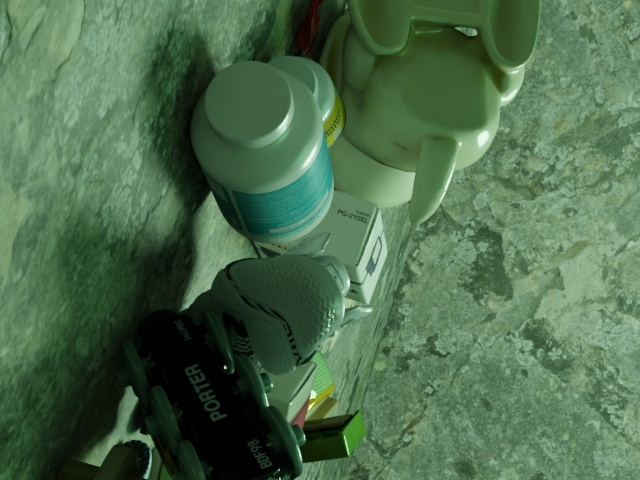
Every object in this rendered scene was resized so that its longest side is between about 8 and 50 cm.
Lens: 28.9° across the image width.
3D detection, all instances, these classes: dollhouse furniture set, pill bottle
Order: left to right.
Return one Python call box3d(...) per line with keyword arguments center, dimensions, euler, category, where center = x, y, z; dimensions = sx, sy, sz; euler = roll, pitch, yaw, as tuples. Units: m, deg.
box3d(center=(-0.064, -0.102, 1.399), dimensions=(0.264, 0.146, 0.146), euler=(78, 32, -71), category="pill bottle")
box3d(center=(-0.028, -0.175, 1.582), dimensions=(0.184, 0.103, 0.103), euler=(38, 70, -79), category="pill bottle")
box3d(center=(-0.007, 0.210, 1.978), dimensions=(0.301, 0.151, 0.197), euler=(-36, 111, -67), category="dollhouse furniture set")

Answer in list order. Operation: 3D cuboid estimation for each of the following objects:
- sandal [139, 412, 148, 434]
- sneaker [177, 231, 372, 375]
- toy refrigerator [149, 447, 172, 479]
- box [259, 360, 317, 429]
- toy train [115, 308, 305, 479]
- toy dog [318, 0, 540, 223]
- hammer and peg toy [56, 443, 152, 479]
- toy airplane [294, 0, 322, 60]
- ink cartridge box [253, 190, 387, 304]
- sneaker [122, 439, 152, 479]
box3d(center=(-0.184, 0.200, 1.574), dimensions=(0.179, 0.040, 0.067), euler=(-34, 141, -73), category="sandal")
box3d(center=(-0.026, 0.063, 1.453), dimensions=(0.210, 0.137, 0.366), euler=(-30, 179, -30), category="sneaker")
box3d(center=(-0.193, 0.399, 1.695), dimensions=(0.094, 0.102, 0.269), euler=(-45, 152, -67), category="toy refrigerator")
box3d(center=(-0.110, 0.276, 1.784), dimensions=(0.127, 0.148, 0.232), euler=(-50, 155, -61), category="box")
box3d(center=(-0.112, 0.216, 1.329), dimensions=(0.142, 0.334, 0.190), euler=(-21, 130, -17), category="toy train")
box3d(center=(0.134, -0.185, 1.829), dimensions=(0.408, 0.284, 0.395), euler=(131, -47, -67), category="toy dog")
box3d(center=(-0.256, 0.412, 1.242), dimensions=(0.361, 0.127, 0.266), euler=(-63, 159, -45), category="hammer and peg toy")
box3d(center=(-0.009, -0.304, 1.671), dimensions=(0.151, 0.028, 0.151), euler=(19, 90, -86), category="toy airplane")
box3d(center=(0.000, 0.000, 1.826), dimensions=(0.237, 0.172, 0.100), euler=(71, 39, -73), category="ink cartridge box")
box3d(center=(-0.232, 0.309, 1.488), dimensions=(0.058, 0.052, 0.135), euler=(83, 27, -75), category="sneaker")
